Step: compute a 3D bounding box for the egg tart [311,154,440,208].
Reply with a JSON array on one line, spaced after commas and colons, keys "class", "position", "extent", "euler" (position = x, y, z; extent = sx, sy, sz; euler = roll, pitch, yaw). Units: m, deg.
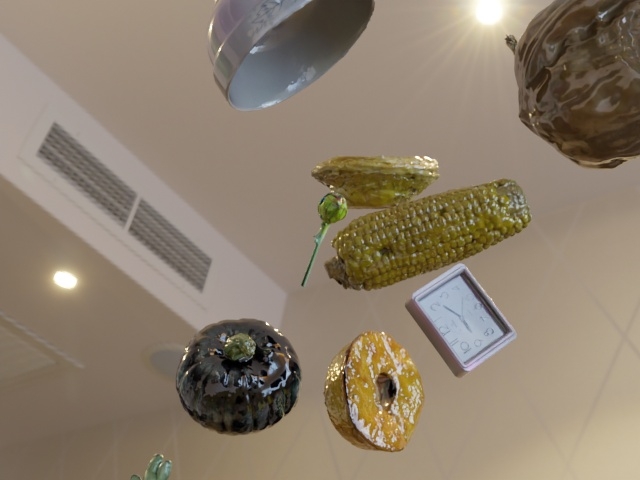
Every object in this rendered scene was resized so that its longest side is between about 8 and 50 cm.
[{"class": "egg tart", "position": [0.126, -0.129, 1.791], "extent": [0.294, 0.123, 0.294], "euler": [-3, 2, 0]}]

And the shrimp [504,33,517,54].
[{"class": "shrimp", "position": [0.390, -0.371, 1.565], "extent": [0.023, 0.083, 0.114], "euler": [-30, -12, 16]}]

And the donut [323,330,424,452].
[{"class": "donut", "position": [0.124, 0.374, 1.929], "extent": [0.303, 0.303, 0.110], "euler": [37, -44, -27]}]

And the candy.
[{"class": "candy", "position": [0.000, 0.000, 1.512], "extent": [0.058, 0.062, 0.194], "euler": [22, -80, 7]}]

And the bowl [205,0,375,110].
[{"class": "bowl", "position": [-0.067, -0.351, 1.259], "extent": [0.144, 0.287, 0.287], "euler": [55, -44, 9]}]

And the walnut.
[{"class": "walnut", "position": [0.377, -0.217, 1.007], "extent": [0.273, 0.273, 0.227], "euler": [-15, -22, 29]}]

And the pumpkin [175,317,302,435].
[{"class": "pumpkin", "position": [-0.193, 0.293, 1.840], "extent": [0.296, 0.296, 0.296], "euler": [7, -40, 6]}]

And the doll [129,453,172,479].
[{"class": "doll", "position": [-0.378, 0.556, 1.768], "extent": [0.115, 0.150, 0.077], "euler": [18, -18, 37]}]

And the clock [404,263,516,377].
[{"class": "clock", "position": [0.292, 0.164, 1.648], "extent": [0.197, 0.150, 0.063], "euler": [55, -18, 13]}]

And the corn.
[{"class": "corn", "position": [0.127, -0.006, 0.976], "extent": [0.262, 0.097, 0.097], "euler": [-20, -46, 9]}]
